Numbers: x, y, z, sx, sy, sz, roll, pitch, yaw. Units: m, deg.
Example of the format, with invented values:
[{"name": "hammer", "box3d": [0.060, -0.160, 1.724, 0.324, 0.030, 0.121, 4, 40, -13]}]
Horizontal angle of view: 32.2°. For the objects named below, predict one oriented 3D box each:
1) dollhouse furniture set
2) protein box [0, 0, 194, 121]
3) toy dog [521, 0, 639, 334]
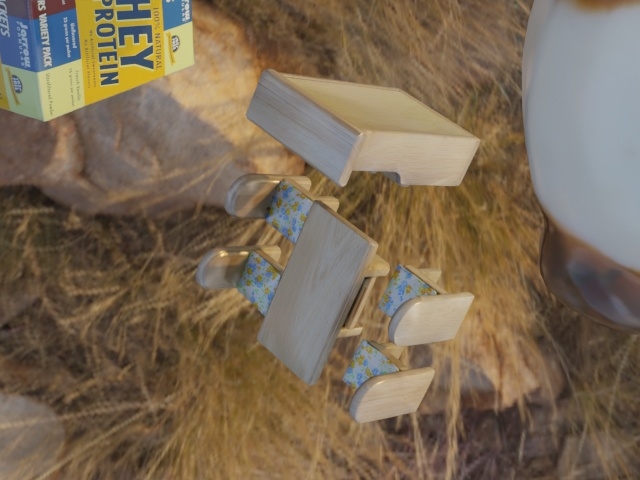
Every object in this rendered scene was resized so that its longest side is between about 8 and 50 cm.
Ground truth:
[{"name": "dollhouse furniture set", "box3d": [0.000, 0.000, 0.895, 0.212, 0.161, 0.242, 38, 115, 34]}, {"name": "protein box", "box3d": [-0.256, -0.219, 1.022, 0.201, 0.200, 0.136, 18, 122, 31]}, {"name": "toy dog", "box3d": [0.287, -0.047, 0.462, 0.407, 0.395, 0.285, 9, 134, 15]}]
